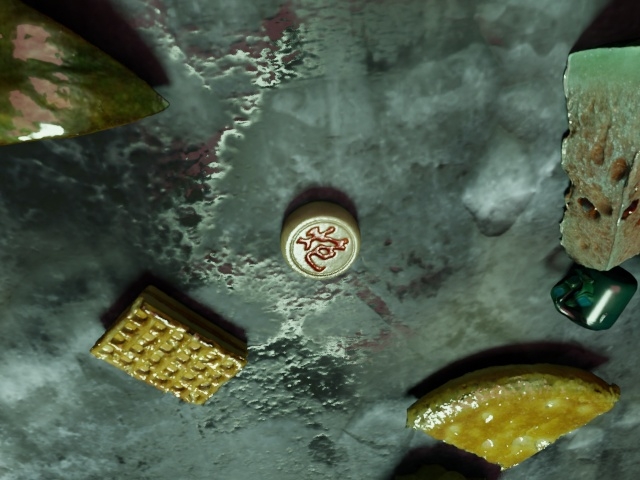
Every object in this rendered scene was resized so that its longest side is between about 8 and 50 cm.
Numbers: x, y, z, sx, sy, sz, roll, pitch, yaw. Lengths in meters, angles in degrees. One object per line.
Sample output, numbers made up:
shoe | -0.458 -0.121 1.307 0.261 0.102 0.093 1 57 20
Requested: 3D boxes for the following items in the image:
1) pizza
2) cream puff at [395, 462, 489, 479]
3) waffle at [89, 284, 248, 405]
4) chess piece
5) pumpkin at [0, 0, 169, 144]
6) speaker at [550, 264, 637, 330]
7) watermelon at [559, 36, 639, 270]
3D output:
pizza | 0.262 0.244 0.583 0.292 0.058 0.197 -11 121 2
cream puff | 0.172 0.475 0.651 0.282 0.185 0.282 -21 120 -41
waffle | -0.167 0.125 0.477 0.148 0.042 0.102 38 111 -24
chess piece | 0.000 0.000 0.428 0.083 0.038 0.084 -2 118 -5
pumpkin | -0.309 -0.133 0.288 0.290 0.095 0.258 -32 106 1
speaker | 0.307 0.064 0.472 0.094 0.060 0.075 -10 125 -39
watermelon | 0.308 -0.072 0.402 0.154 0.094 0.241 -8 122 -12
